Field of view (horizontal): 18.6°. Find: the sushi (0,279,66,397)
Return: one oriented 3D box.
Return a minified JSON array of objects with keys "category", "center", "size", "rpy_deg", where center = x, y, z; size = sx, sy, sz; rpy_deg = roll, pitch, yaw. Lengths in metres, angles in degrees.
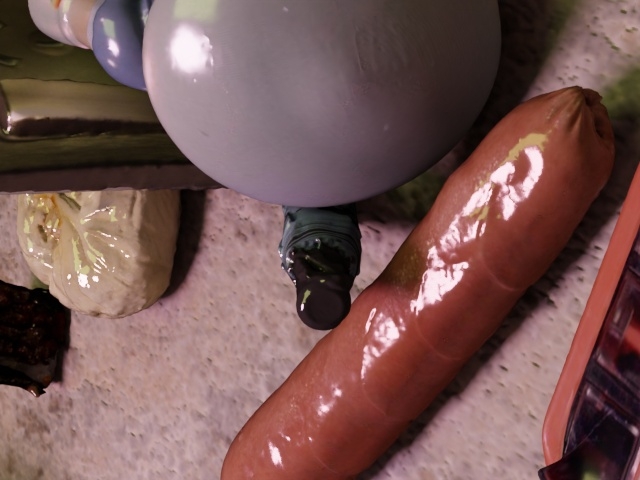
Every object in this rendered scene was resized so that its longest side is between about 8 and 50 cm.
[{"category":"sushi","center":[-0.267,0.081,1.679],"size":[0.098,0.084,0.094],"rpy_deg":[7,85,52]}]

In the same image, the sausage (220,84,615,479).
[{"category":"sausage","center":[0.049,0.062,1.215],"size":[0.433,0.088,0.088],"rpy_deg":[-52,43,38]}]

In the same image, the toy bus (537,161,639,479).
[{"category":"toy bus","center":[0.255,-0.017,0.828],"size":[0.233,0.203,0.427],"rpy_deg":[41,115,57]}]

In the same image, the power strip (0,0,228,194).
[{"category":"power strip","center":[-0.183,-0.103,1.457],"size":[0.251,0.257,0.092],"rpy_deg":[-122,38,-49]}]

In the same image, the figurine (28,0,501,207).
[{"category":"figurine","center":[-0.046,-0.127,1.281],"size":[0.382,0.224,0.205],"rpy_deg":[5,78,64]}]

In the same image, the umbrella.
[{"category":"umbrella","center":[-0.001,0.002,1.241],"size":[0.250,0.052,0.053],"rpy_deg":[-92,4,-71]}]

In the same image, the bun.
[{"category":"bun","center":[-0.178,-0.026,1.548],"size":[0.164,0.111,0.188],"rpy_deg":[-28,56,47]}]
